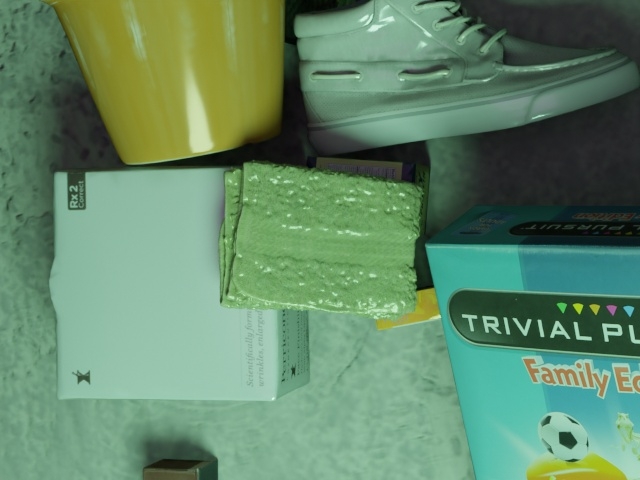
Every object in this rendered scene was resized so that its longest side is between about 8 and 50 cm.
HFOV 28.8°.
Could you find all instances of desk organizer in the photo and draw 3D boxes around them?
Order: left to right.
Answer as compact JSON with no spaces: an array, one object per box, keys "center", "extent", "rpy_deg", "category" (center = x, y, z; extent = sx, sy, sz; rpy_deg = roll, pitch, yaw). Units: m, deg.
[{"center":[-0.115,0.248,1.034],"extent":[0.050,0.047,0.130],"rpy_deg":[-1,91,16],"category":"desk organizer"}]

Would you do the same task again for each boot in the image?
[{"center":[0.103,-0.145,0.942],"extent":[0.258,0.095,0.123],"rpy_deg":[-9,101,14],"category":"boot"}]

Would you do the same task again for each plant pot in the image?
[{"center":[-0.108,-0.162,0.952],"extent":[0.205,0.205,0.188],"rpy_deg":[-8,99,14],"category":"plant pot"}]

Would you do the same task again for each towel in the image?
[{"center":[0.000,0.000,0.904],"extent":[0.148,0.027,0.110],"rpy_deg":[4,89,-7],"category":"towel"}]

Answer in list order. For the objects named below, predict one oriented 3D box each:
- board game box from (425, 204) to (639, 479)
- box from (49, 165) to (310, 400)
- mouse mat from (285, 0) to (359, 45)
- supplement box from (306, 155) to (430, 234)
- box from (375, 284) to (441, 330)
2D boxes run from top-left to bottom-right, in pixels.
[{"center":[0.224,0.145,0.830],"extent":[0.253,0.079,0.336],"rpy_deg":[0,113,39],"category":"board game box"},{"center":[-0.107,0.032,0.990],"extent":[0.181,0.119,0.181],"rpy_deg":[0,91,14],"category":"box"},{"center":[0.030,-0.244,1.009],"extent":[0.152,0.007,0.190],"rpy_deg":[15,94,13],"category":"mouse mat"},{"center":[0.037,-0.034,0.971],"extent":[0.083,0.083,0.056],"rpy_deg":[5,93,14],"category":"supplement box"},{"center":[0.113,0.042,0.956],"extent":[0.136,0.081,0.028],"rpy_deg":[-13,88,13],"category":"box"}]
